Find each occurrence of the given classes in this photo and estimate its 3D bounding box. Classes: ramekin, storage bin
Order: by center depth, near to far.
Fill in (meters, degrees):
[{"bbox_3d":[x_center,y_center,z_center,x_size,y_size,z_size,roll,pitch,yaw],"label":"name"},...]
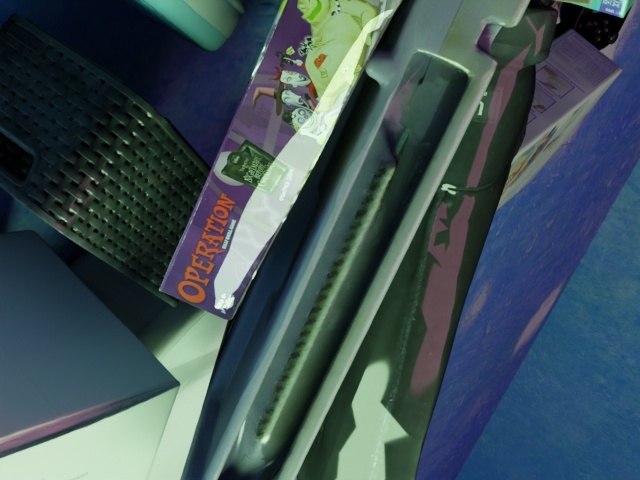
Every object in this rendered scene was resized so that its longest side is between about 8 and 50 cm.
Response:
[{"bbox_3d":[-0.136,-0.042,0.554,0.084,0.122,0.180,-52,158,-8],"label":"storage bin"},{"bbox_3d":[-0.137,0.105,0.745,0.273,0.127,0.273,-44,155,-26],"label":"ramekin"}]

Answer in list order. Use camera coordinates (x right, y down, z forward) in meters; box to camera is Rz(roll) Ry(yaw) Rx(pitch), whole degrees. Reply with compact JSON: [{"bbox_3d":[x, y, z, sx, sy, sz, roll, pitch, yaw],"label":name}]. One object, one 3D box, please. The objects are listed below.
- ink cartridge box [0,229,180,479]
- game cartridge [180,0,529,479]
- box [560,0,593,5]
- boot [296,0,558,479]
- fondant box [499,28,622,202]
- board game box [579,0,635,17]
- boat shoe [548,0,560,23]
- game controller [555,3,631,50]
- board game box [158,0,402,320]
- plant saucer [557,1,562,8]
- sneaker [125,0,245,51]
[{"bbox_3d":[-0.223,0.141,0.543,0.168,0.171,0.232,-16,136,-49],"label":"ink cartridge box"},{"bbox_3d":[0.000,0.000,0.523,0.230,0.068,0.355,-100,-147,-71],"label":"game cartridge"},{"bbox_3d":[0.132,-0.254,0.672,0.036,0.137,0.225,95,5,-46],"label":"box"},{"bbox_3d":[0.087,-0.010,0.821,0.367,0.146,0.445,-58,159,-68],"label":"boot"},{"bbox_3d":[0.223,-0.113,1.156,0.330,0.096,0.238,-37,165,-40],"label":"fondant box"},{"bbox_3d":[0.183,-0.266,0.754,0.160,0.210,0.047,-47,151,-41],"label":"board game box"},{"bbox_3d":[0.259,-0.271,1.073,0.100,0.035,0.035,-28,118,-42],"label":"boat shoe"},{"bbox_3d":[0.442,-0.418,1.289,0.166,0.067,0.319,-29,144,-49],"label":"game controller"},{"bbox_3d":[0.005,-0.142,0.521,0.346,0.056,0.208,-75,-173,-49],"label":"board game box"},{"bbox_3d":[0.243,-0.273,1.123,0.198,0.036,0.198,-45,156,-27],"label":"plant saucer"},{"bbox_3d":[-0.076,-0.236,0.417,0.208,0.127,0.319,-55,167,1],"label":"sneaker"}]
